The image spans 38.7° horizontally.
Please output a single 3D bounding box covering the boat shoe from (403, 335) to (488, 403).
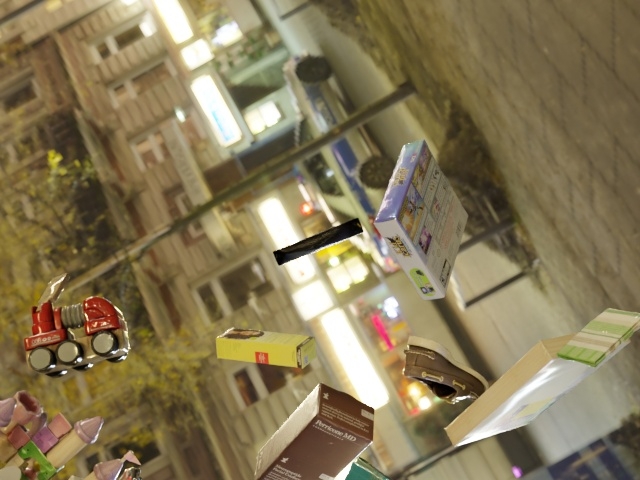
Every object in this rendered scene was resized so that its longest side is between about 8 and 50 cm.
[{"bbox_3d":[0.296,0.329,2.163,0.116,0.097,0.324,5,157,39],"label":"boat shoe"}]

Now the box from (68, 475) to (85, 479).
[{"bbox_3d":[-0.512,0.684,2.035,0.121,0.148,0.311,31,-176,-34],"label":"box"}]

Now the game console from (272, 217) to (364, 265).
[{"bbox_3d":[0.000,0.000,2.213,0.361,0.213,0.044,-9,-103,-87],"label":"game console"}]

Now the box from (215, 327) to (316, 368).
[{"bbox_3d":[-0.133,0.260,2.211,0.087,0.232,0.058,-31,-58,-64],"label":"box"}]

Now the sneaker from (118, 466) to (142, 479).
[{"bbox_3d":[-0.609,0.783,2.636,0.098,0.135,0.276,86,-162,-62],"label":"sneaker"}]

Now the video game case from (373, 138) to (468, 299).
[{"bbox_3d":[0.230,-0.047,2.031,0.244,0.061,0.270,56,-140,-31],"label":"video game case"}]

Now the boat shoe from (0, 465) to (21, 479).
[{"bbox_3d":[-0.633,0.495,1.750,0.049,0.142,0.040,36,148,8],"label":"boat shoe"}]

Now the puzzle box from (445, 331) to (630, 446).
[{"bbox_3d":[0.497,0.340,2.118,0.409,0.272,0.052,-55,52,43],"label":"puzzle box"}]

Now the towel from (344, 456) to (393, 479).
[{"bbox_3d":[0.065,0.626,1.742,0.040,0.370,0.271,25,176,-27],"label":"towel"}]

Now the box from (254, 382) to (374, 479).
[{"bbox_3d":[-0.020,0.606,2.673,0.191,0.381,0.143,27,-147,-15],"label":"box"}]

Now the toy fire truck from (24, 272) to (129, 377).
[{"bbox_3d":[-0.560,0.172,2.076,0.158,0.216,0.247,81,175,-74],"label":"toy fire truck"}]

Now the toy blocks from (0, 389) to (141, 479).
[{"bbox_3d":[-0.541,0.425,1.854,0.289,0.260,0.309,48,-174,7],"label":"toy blocks"}]

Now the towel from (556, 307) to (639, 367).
[{"bbox_3d":[0.538,0.186,1.736,0.023,0.152,0.113,58,161,-15],"label":"towel"}]
